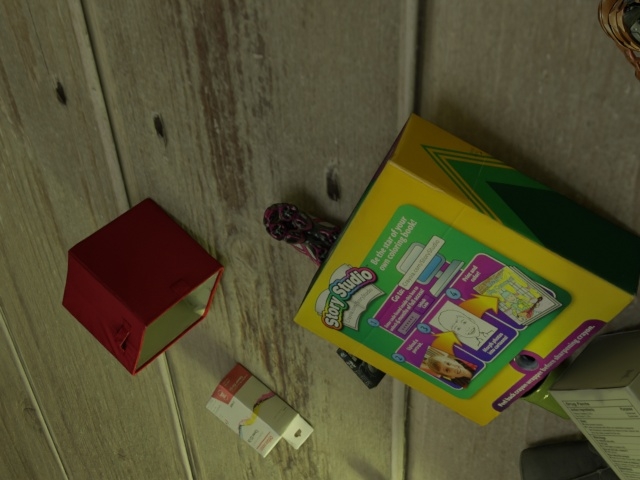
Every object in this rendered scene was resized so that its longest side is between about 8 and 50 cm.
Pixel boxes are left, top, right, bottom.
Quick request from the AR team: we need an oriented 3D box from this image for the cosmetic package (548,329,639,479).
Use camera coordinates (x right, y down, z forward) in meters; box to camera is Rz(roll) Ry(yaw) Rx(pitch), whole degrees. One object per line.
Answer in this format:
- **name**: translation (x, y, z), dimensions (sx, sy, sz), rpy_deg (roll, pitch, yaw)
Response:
- **cosmetic package**: translation (0.443, 0.260, 1.041), dimensions (0.309, 0.113, 0.160), rpy_deg (52, 158, -5)

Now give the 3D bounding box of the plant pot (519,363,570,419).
- **plant pot**: translation (0.319, 0.203, 1.171), dimensions (0.079, 0.083, 0.083), rpy_deg (37, 142, -9)

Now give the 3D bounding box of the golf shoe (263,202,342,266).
- **golf shoe**: translation (0.000, 0.000, 1.282), dimensions (0.186, 0.067, 0.086), rpy_deg (34, -177, -4)

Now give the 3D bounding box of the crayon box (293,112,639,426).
- **crayon box**: translation (0.168, 0.056, 1.095), dimensions (0.313, 0.106, 0.363), rpy_deg (30, 140, 0)

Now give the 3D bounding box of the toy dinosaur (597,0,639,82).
- **toy dinosaur**: translation (0.320, -0.230, 0.754), dimensions (0.322, 0.164, 0.218), rpy_deg (43, 160, -28)

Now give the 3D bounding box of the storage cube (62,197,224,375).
- **storage cube**: translation (-0.316, 0.080, 1.504), dimensions (0.193, 0.215, 0.184), rpy_deg (42, 142, 12)

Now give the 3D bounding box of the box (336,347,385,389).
- **box**: translation (0.073, 0.184, 1.369), dimensions (0.083, 0.067, 0.018), rpy_deg (49, 141, -5)

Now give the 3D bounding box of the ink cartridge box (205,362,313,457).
- **ink cartridge box**: translation (-0.121, 0.347, 1.686), dimensions (0.198, 0.067, 0.115), rpy_deg (38, 141, 6)

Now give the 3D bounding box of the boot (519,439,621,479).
- **boot**: translation (0.381, 0.362, 1.213), dimensions (0.208, 0.076, 0.190), rpy_deg (-39, 52, 45)
